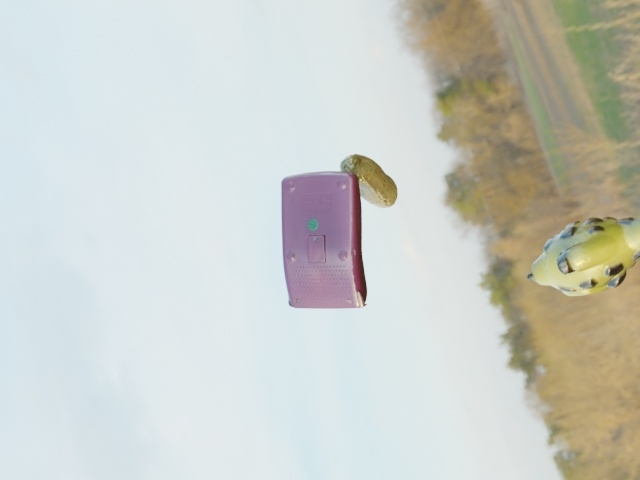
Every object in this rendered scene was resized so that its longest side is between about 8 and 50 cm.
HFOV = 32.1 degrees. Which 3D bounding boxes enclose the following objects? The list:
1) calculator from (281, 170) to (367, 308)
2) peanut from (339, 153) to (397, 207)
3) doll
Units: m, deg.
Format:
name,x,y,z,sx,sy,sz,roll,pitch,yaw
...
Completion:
name,x,y,z,sx,sy,sz,roll,pitch,yaw
calculator,0.000,0.000,1.536,0.034,0.127,0.190,-9,-84,-59
peanut,0.070,-0.086,1.596,0.113,0.054,0.054,42,-155,-37
doll,0.338,-0.018,1.129,0.117,0.291,0.086,-22,-97,-50
